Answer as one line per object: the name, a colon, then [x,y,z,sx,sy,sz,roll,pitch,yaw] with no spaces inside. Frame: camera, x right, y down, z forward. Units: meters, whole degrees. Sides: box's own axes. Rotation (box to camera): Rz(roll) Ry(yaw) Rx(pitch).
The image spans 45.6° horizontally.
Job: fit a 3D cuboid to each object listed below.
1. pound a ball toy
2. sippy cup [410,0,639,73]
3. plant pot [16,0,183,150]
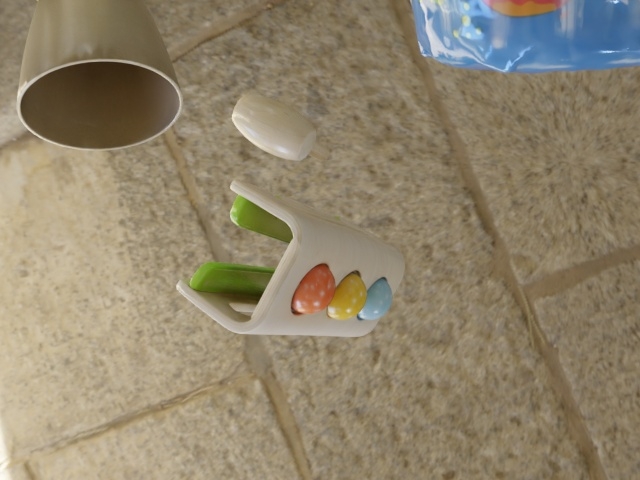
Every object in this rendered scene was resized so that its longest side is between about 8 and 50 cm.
pound a ball toy: [0.000,0.000,0.799,0.136,0.319,0.208,32,97,26]
sippy cup: [0.133,-0.213,0.413,0.240,0.305,0.223,2,112,16]
plant pot: [-0.377,-0.333,1.269,0.257,0.256,0.273,-21,67,19]
